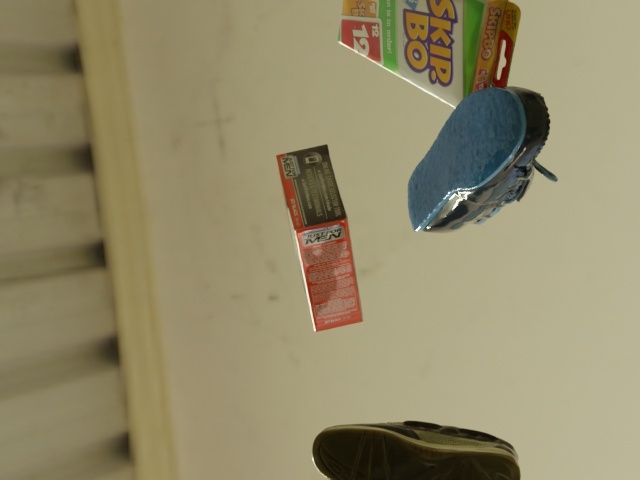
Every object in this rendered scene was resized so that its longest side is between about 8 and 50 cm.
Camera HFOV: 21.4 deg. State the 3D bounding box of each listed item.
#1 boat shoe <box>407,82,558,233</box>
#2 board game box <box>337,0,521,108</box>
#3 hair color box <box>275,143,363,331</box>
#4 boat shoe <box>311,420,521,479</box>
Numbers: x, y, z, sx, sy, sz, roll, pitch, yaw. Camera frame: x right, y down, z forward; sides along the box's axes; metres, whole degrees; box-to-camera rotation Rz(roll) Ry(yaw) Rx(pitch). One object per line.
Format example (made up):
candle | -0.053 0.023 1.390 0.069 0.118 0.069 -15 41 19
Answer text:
boat shoe | 0.161 -0.080 1.588 0.089 0.258 0.109 1 -104 -18
board game box | 0.110 -0.226 1.782 0.039 0.259 0.124 -11 -60 -36
hair color box | 0.000 0.000 1.584 0.167 0.053 0.093 82 175 -53
boat shoe | 0.104 0.234 1.824 0.073 0.224 0.080 -64 -21 -71
